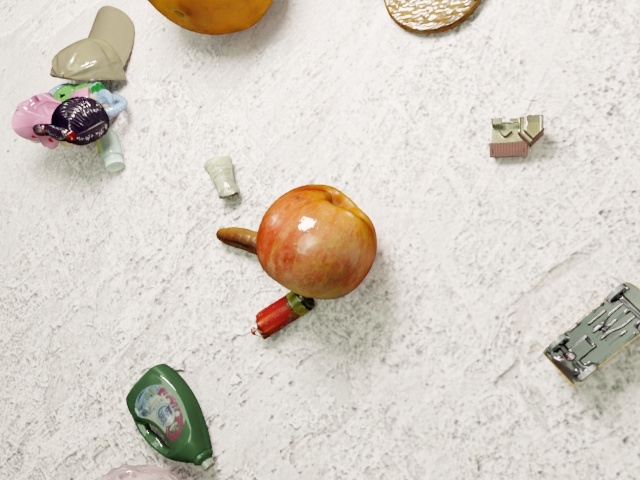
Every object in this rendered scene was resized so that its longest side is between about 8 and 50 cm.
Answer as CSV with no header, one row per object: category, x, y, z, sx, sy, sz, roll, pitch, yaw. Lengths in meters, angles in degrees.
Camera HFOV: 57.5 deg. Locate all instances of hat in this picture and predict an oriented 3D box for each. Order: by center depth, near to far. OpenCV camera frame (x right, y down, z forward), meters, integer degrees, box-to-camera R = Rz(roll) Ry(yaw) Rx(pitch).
hat,-0.505,-0.431,1.268,0.167,0.144,0.173,6,101,24

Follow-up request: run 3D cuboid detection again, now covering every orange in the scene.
orange,-0.216,-0.514,1.076,0.284,0.284,0.225,12,77,22

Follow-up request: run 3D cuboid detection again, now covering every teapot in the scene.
teapot,-0.190,-0.116,1.135,0.067,0.057,0.083,-38,70,52

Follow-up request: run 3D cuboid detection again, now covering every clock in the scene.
clock,-0.508,-0.264,1.214,0.196,0.100,0.194,13,43,30

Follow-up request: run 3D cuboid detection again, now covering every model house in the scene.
model house,0.316,-0.166,0.941,0.084,0.057,0.058,2,78,20

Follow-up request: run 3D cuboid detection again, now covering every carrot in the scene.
carrot,-0.140,-0.002,1.100,0.139,0.048,0.048,16,88,24

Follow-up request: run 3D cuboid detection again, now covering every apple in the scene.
apple,0.000,0.000,0.961,0.210,0.209,0.164,34,108,22

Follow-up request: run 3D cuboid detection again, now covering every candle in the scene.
candle,-0.074,0.134,1.053,0.131,0.052,0.052,-35,72,14

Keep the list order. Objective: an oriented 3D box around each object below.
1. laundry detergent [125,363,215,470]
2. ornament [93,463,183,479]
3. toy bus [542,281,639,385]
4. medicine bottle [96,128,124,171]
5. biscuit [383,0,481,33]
laundry detergent,-0.275,0.347,1.096,0.137,0.063,0.211,-47,72,13
ornament,-0.327,0.519,0.997,0.260,0.225,0.259,-4,81,26
toy bus,0.411,0.136,0.851,0.162,0.074,0.069,-45,62,12
medicine bottle,-0.450,-0.193,1.247,0.047,0.047,0.083,-26,73,16
biscuit,0.204,-0.457,1.042,0.188,0.027,0.187,-4,80,20
